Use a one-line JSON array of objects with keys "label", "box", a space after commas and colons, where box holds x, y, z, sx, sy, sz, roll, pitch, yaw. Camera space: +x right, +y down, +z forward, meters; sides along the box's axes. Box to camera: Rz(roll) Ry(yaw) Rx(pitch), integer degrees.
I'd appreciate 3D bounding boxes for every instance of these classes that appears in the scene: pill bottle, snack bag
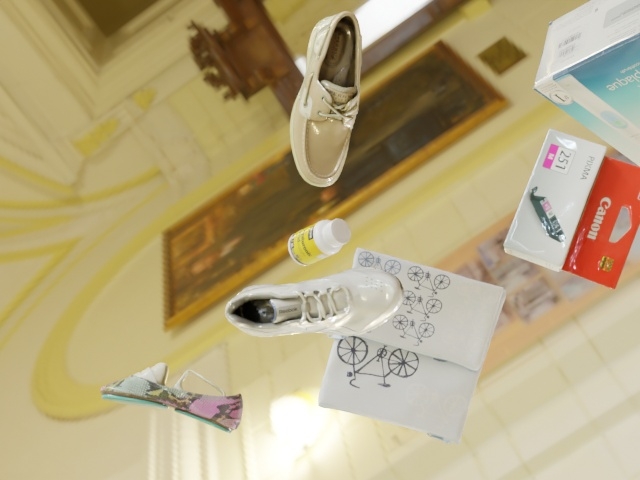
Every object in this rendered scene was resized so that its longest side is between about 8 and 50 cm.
[{"label": "pill bottle", "box": [0.000, 0.000, 1.911, 0.065, 0.116, 0.065, 17, -118, -36]}, {"label": "snack bag", "box": [0.175, 0.215, 2.127, 0.323, 0.343, 0.037, 16, -175, -8]}]

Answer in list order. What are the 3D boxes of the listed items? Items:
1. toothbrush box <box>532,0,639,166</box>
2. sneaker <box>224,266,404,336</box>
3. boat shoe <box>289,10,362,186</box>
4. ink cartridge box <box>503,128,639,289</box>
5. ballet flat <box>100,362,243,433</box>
[{"label": "toothbrush box", "box": [0.476, -0.213, 1.451, 0.295, 0.216, 0.126, 30, -117, -24]}, {"label": "sneaker", "box": [-0.013, 0.110, 1.699, 0.129, 0.297, 0.111, 0, -101, -77]}, {"label": "boat shoe", "box": [0.018, -0.245, 1.846, 0.109, 0.303, 0.098, 9, 178, -17]}, {"label": "ink cartridge box", "box": [0.536, -0.065, 2.192, 0.238, 0.275, 0.060, 20, 170, 17]}, {"label": "ballet flat", "box": [-0.225, 0.235, 1.649, 0.221, 0.079, 0.077, 14, 166, 2]}]
